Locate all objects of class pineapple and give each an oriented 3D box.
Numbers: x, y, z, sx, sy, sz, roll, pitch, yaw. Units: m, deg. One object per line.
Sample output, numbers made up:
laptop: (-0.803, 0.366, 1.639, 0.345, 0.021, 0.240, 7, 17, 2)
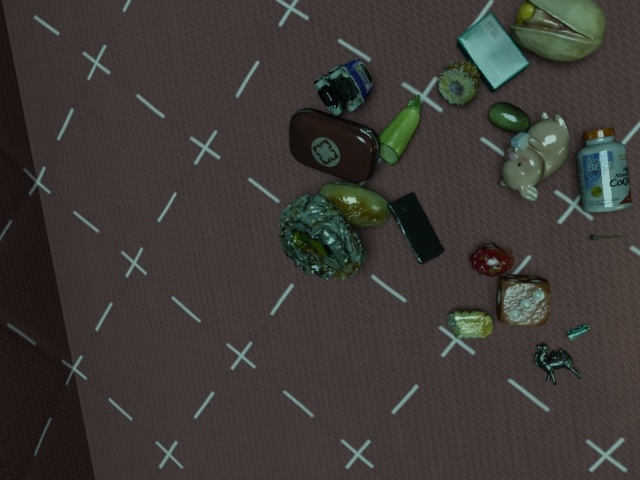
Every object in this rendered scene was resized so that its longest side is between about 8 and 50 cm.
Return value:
pineapple: (0.546, -0.615, 1.762, 0.161, 0.176, 0.137, 20, 61, 36)

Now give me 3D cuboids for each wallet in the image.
wallet: (0.391, -0.050, 1.879, 0.146, 0.030, 0.285, -26, 87, -27)

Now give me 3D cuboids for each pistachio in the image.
pistachio: (0.833, -0.748, 1.619, 0.308, 0.230, 0.230, 24, 102, 4)

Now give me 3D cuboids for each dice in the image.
dice: (0.772, 0.228, 1.771, 0.179, 0.175, 0.174, 3, 96, 12)

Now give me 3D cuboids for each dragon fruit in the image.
dragon fruit: (0.671, 0.080, 1.805, 0.165, 0.133, 0.136, 7, 107, 4)

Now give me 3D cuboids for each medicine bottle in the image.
medicine bottle: (1.010, -0.251, 1.660, 0.157, 0.157, 0.289, -7, 94, 16)

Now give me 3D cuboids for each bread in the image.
bread: (0.130, -0.146, 1.890, 0.314, 0.192, 0.171, 15, 81, 9)
bread: (0.605, 0.339, 1.874, 0.177, 0.084, 0.119, -1, 97, 15)

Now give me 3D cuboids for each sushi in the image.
sushi: (0.001, -0.002, 1.872, 0.417, 0.417, 0.176, 38, 62, 8)

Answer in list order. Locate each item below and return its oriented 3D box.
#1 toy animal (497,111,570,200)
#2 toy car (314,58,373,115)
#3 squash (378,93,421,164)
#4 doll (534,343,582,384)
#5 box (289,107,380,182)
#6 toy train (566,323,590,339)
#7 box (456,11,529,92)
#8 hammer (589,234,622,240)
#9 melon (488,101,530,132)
toy animal: (0.778, -0.306, 1.690, 0.256, 0.195, 0.213, -35, 119, 6)
toy car: (0.096, -0.623, 1.867, 0.235, 0.158, 0.172, -1, 129, 52)
squash: (0.330, -0.441, 1.848, 0.137, 0.137, 0.287, 42, 102, 8)
doll: (0.921, 0.480, 1.820, 0.139, 0.057, 0.165, -24, 85, 19)
box: (0.049, -0.383, 1.876, 0.403, 0.108, 0.263, 22, 138, 20)
toy train: (0.997, 0.352, 1.788, 0.092, 0.045, 0.029, -32, 89, 19)
box: (0.645, -0.704, 1.746, 0.153, 0.092, 0.245, -35, 87, 15)
hammer: (1.074, -0.013, 1.738, 0.110, 0.035, 0.019, -3, 96, 7)
melon: (0.713, -0.462, 1.749, 0.162, 0.099, 0.099, 32, 103, 14)
